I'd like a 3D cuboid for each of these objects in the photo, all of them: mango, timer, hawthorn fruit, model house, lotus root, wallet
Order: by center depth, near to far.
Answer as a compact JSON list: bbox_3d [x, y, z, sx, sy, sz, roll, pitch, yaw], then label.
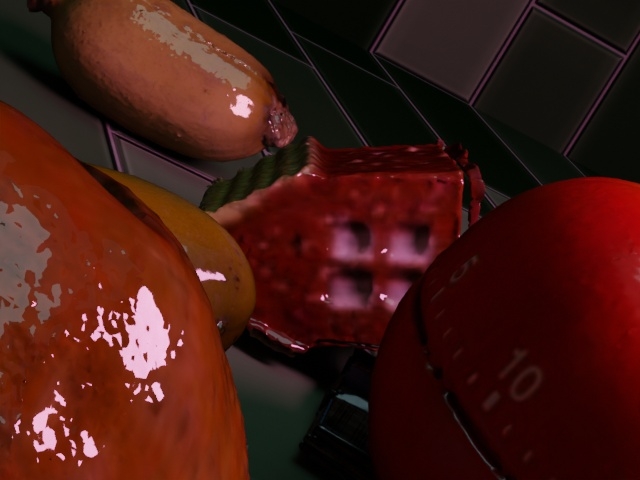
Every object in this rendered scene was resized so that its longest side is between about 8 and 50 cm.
[{"bbox_3d":[-0.156,0.103,0.567,0.277,0.277,0.298,26,42,-21],"label":"hawthorn fruit"},{"bbox_3d":[0.207,0.142,1.066,0.378,0.279,0.378,36,19,-14],"label":"timer"},{"bbox_3d":[-0.161,0.000,1.175,0.251,0.114,0.156,30,21,-6],"label":"mango"},{"bbox_3d":[0.057,0.144,1.281,0.124,0.042,0.230,34,16,1],"label":"wallet"},{"bbox_3d":[0.000,0.000,1.398,0.254,0.160,0.196,4,11,-2],"label":"model house"},{"bbox_3d":[-0.165,-0.168,1.724,0.303,0.131,0.146,33,-9,3],"label":"lotus root"}]

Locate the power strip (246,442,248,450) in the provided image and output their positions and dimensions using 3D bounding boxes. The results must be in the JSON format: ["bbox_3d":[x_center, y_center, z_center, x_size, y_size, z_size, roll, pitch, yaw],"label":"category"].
[{"bbox_3d":[-0.174,0.102,0.911,0.338,0.058,0.098,17,20,-45],"label":"power strip"}]
